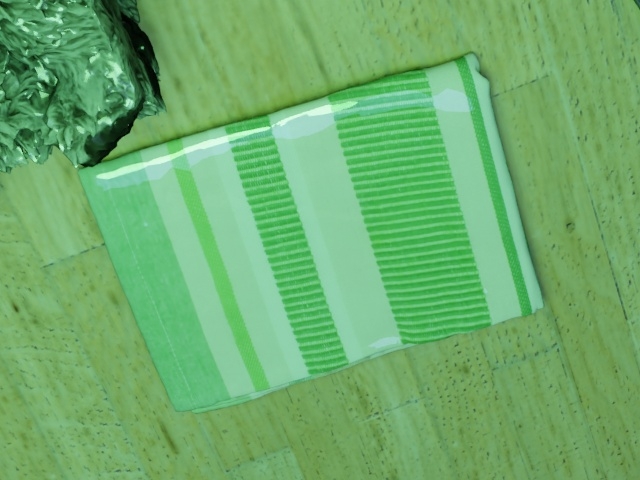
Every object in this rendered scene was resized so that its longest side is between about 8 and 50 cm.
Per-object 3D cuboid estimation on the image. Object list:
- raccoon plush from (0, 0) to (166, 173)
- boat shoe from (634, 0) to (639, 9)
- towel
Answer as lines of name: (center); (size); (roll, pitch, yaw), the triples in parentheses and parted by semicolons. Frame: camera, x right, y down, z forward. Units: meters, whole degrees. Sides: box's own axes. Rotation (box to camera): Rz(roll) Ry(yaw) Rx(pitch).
raccoon plush: (-0.303, -0.186, 1.109); (0.299, 0.216, 0.446); (-19, 114, 5)
boat shoe: (0.214, -0.228, 1.234); (0.233, 0.084, 0.079); (35, 107, -27)
towel: (0.000, 0.000, 1.347); (0.325, 0.038, 0.247); (-17, 118, 1)
